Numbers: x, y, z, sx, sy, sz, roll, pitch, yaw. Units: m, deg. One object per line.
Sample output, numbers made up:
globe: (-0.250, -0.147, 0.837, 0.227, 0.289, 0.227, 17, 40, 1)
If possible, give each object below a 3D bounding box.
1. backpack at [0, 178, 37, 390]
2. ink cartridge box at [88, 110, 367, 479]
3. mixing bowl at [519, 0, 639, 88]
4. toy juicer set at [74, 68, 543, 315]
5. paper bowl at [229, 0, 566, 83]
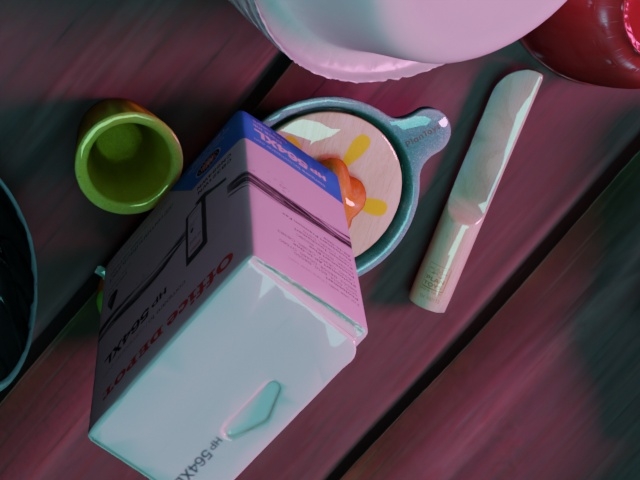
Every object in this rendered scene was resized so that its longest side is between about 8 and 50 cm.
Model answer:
backpack: (-0.295, 0.008, 1.004, 0.253, 0.225, 0.191, 35, 122, -30)
ink cartridge box: (-0.057, 0.035, 1.003, 0.086, 0.203, 0.148, 36, 108, -19)
mixing bowl: (0.221, -0.172, 1.133, 0.181, 0.098, 0.181, -6, 115, -12)
toy juicer set: (0.000, 0.000, 1.153, 0.329, 0.089, 0.209, -5, 113, -14)
paper bowl: (0.068, -0.217, 0.990, 0.284, 0.148, 0.284, -26, 141, -23)
